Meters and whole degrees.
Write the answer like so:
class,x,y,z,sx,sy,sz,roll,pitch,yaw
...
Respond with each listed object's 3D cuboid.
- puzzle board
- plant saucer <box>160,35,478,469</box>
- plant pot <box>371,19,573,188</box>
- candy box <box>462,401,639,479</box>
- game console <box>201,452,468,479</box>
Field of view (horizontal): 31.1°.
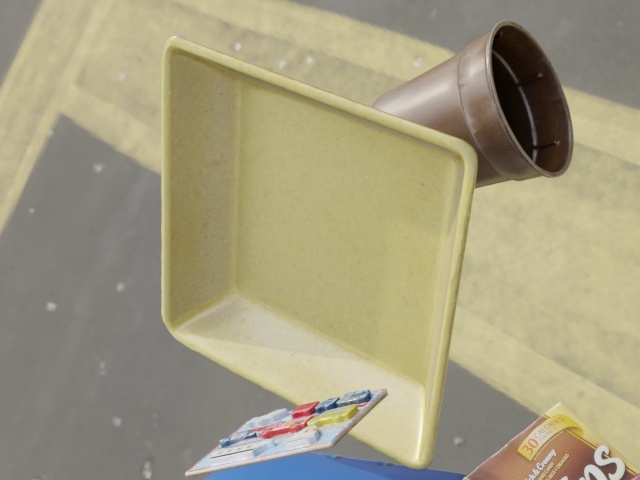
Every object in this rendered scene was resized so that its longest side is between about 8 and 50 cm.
class,x,y,z,sx,sy,sz,roll,pitch,yaw
puzzle board,-0.024,0.137,0.835,0.128,0.096,0.011,-18,96,30
plant saucer,0.000,0.000,1.059,0.333,0.081,0.332,25,126,30
plant pot,0.151,-0.122,1.203,0.165,0.167,0.166,-18,57,35
candy box,0.203,0.217,0.836,0.109,0.053,0.187,-33,56,-26
game console,-0.027,0.321,1.087,0.293,0.173,0.250,-1,74,40
